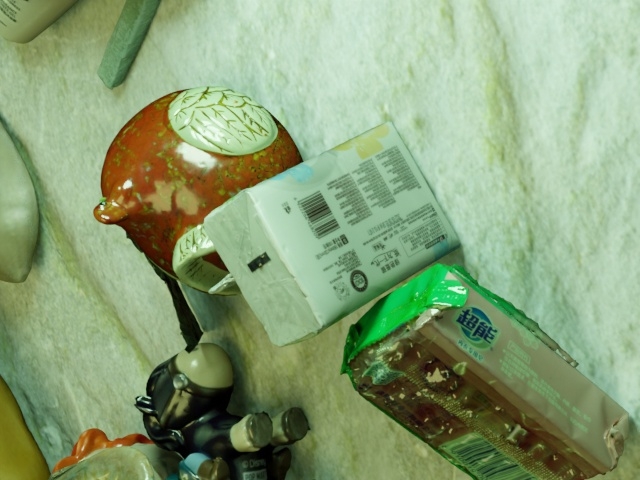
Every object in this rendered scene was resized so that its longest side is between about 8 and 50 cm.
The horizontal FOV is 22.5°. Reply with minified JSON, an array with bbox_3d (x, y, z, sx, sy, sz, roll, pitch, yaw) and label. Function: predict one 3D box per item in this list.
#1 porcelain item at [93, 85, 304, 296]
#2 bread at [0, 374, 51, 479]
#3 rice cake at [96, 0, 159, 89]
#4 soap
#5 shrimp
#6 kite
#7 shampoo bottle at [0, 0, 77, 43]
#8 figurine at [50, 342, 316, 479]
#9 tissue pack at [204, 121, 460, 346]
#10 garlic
[{"bbox_3d":[-0.147,-0.047,1.781,0.253,0.253,0.253,22,125,35],"label":"porcelain item"},{"bbox_3d":[-0.568,0.294,2.356,0.376,0.253,0.348,57,143,6],"label":"bread"},{"bbox_3d":[-0.227,-0.246,1.899,0.033,0.029,0.171,50,138,18],"label":"rice cake"},{"bbox_3d":[0.162,0.158,1.620,0.273,0.098,0.218,39,135,-15],"label":"soap"},{"bbox_3d":[-0.285,0.337,1.959,0.219,0.046,0.152,-19,62,28],"label":"shrimp"},{"bbox_3d":[-0.189,0.047,1.943,0.250,0.012,0.229,63,-177,-53],"label":"kite"},{"bbox_3d":[-0.320,-0.337,1.902,0.127,0.078,0.257,47,133,2],"label":"shampoo bottle"},{"bbox_3d":[-0.180,0.315,2.034,0.306,0.241,0.412,46,124,12],"label":"figurine"},{"bbox_3d":[0.000,0.000,1.662,0.145,0.229,0.159,-30,90,48],"label":"tissue pack"},{"bbox_3d":[-0.469,-0.093,2.176,0.143,0.112,0.318,-24,83,51],"label":"garlic"}]
